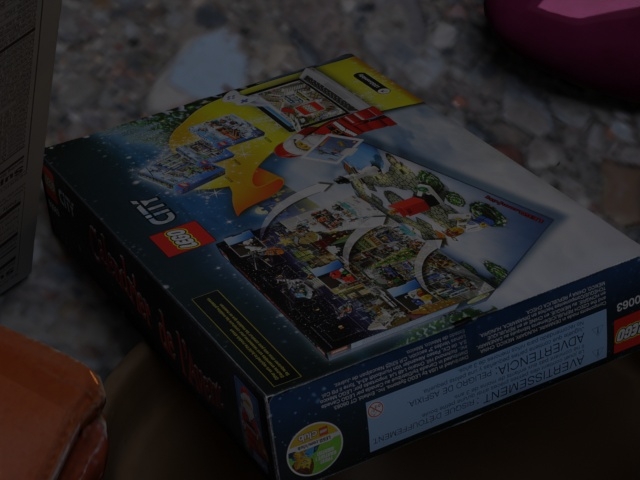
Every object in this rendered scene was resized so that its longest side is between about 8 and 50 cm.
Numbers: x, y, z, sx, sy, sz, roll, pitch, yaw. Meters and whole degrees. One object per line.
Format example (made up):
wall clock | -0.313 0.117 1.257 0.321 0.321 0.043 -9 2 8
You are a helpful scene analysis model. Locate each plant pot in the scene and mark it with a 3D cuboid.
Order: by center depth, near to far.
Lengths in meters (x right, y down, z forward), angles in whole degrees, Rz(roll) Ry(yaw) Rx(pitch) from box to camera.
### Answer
plant pot | 0.032 0.107 0.664 0.237 0.109 0.237 -6 29 3

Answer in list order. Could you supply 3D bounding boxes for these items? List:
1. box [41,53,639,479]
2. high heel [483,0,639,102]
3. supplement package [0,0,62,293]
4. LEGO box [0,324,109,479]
box | 0.000 0.000 0.703 0.159 0.044 0.233 -20 32 -20
high heel | 0.268 -0.173 0.847 0.377 0.181 0.127 -14 68 -19
supplement package | -0.235 -0.058 0.626 0.198 0.262 0.199 -38 77 -26
LEGO box | -0.246 0.272 0.395 0.193 0.372 0.500 23 60 0
